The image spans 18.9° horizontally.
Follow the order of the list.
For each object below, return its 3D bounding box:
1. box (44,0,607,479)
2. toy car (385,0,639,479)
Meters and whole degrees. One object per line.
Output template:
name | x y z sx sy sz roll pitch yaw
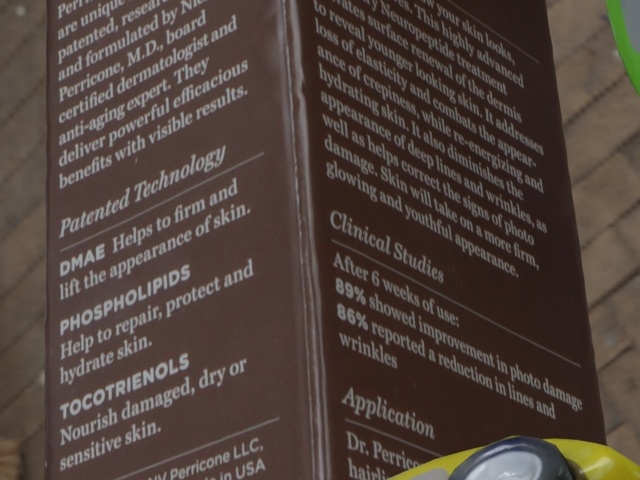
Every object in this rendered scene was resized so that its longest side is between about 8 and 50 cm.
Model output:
box | 0.000 0.000 0.755 0.143 0.191 0.381 -22 57 34
toy car | 0.079 0.005 0.348 0.053 0.239 0.225 17 107 57
